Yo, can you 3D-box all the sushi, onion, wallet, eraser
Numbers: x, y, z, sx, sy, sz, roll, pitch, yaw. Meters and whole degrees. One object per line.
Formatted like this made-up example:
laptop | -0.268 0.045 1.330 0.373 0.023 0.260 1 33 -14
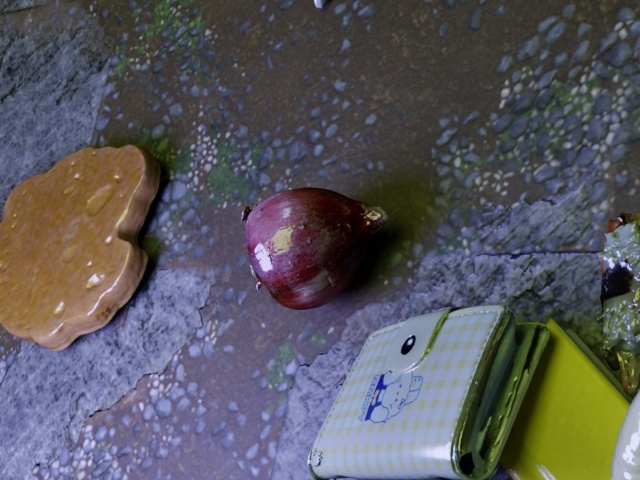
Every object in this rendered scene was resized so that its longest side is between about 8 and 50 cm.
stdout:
sushi | 0.355 0.063 1.776 0.097 0.103 0.226 -6 66 19
onion | 0.000 0.000 2.069 0.194 0.159 0.159 -23 55 14
wallet | 0.115 0.181 1.868 0.309 0.077 0.223 -11 54 58
eraser | 0.275 0.214 1.787 0.158 0.069 0.226 -47 47 9

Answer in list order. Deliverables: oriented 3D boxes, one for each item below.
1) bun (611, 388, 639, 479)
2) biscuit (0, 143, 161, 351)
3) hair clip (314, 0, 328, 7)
bun | 0.464 0.241 1.524 0.361 0.213 0.361 8 103 37
biscuit | -0.370 0.008 2.426 0.351 0.057 0.312 -28 54 28
hair clip | 0.025 -0.496 2.283 0.282 0.172 0.113 -49 54 -3
